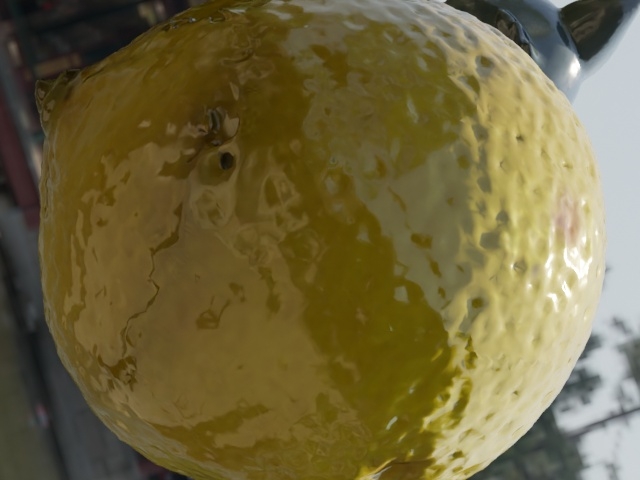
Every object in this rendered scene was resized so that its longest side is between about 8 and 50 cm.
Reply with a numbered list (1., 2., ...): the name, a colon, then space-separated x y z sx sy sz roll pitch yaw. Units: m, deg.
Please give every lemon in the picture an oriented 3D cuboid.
1. lemon: 0.008 -0.001 0.776 0.228 0.253 0.228 178 -90 -68

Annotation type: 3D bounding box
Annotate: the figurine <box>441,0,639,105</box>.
1. figurine: 0.089 -0.094 1.275 0.140 0.193 0.265 51 -27 15
